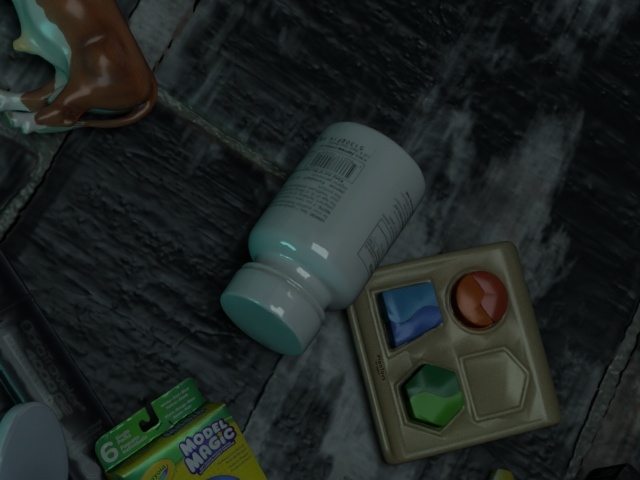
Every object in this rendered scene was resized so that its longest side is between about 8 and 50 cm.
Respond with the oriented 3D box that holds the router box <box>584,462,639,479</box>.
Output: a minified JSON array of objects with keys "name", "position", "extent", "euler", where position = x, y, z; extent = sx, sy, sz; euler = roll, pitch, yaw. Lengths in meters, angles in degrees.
[{"name":"router box","position":[0.344,0.432,1.564],"extent":[0.309,0.081,0.243],"euler":[46,66,-4]}]

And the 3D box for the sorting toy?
[{"name":"sorting toy","position":[0.158,0.163,1.585],"extent":[0.229,0.041,0.307],"euler":[-10,80,-23]}]

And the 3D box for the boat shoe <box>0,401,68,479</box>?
[{"name":"boat shoe","position":[-0.302,0.276,1.353],"extent":[0.095,0.084,0.258],"euler":[28,64,-50]}]

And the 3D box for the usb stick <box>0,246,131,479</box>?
[{"name":"usb stick","position":[-0.279,0.124,1.427],"extent":[0.077,0.045,0.278],"euler":[-33,89,-32]}]

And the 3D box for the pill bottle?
[{"name":"pill bottle","position":[0.000,0.000,1.518],"extent":[0.131,0.131,0.229],"euler":[38,66,-8]}]

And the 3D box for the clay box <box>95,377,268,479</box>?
[{"name":"clay box","position":[-0.113,0.258,1.424],"extent":[0.127,0.053,0.222],"euler":[-34,105,-25]}]

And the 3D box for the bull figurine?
[{"name":"bull figurine","position":[-0.285,-0.248,1.492],"extent":[0.188,0.101,0.310],"euler":[-26,84,-21]}]
